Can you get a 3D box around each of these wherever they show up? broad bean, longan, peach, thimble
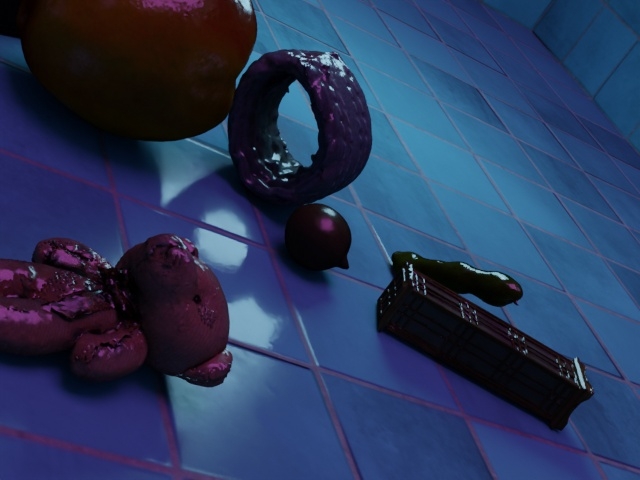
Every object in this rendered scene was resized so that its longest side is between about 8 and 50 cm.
[{"bbox_3d":[0.197,0.055,1.815,0.256,0.052,0.053,15,-1,43],"label":"broad bean"},{"bbox_3d":[0.000,0.000,1.702,0.113,0.092,0.113,49,5,-6],"label":"longan"},{"bbox_3d":[-0.257,-0.284,1.668,0.332,0.308,0.308,11,28,-11],"label":"peach"},{"bbox_3d":[-0.033,-0.172,1.807,0.205,0.236,0.172,16,14,17],"label":"thimble"}]

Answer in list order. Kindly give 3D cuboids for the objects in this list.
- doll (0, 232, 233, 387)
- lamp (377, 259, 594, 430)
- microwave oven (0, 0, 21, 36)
[{"bbox_3d":[-0.221,0.050,1.231,0.303,0.156,0.201,8,41,-40],"label":"doll"},{"bbox_3d":[0.237,0.154,1.733,0.325,0.089,0.090,29,23,-13],"label":"lamp"},{"bbox_3d":[-0.476,-0.425,1.758,0.247,0.178,0.188,4,41,-52],"label":"microwave oven"}]
